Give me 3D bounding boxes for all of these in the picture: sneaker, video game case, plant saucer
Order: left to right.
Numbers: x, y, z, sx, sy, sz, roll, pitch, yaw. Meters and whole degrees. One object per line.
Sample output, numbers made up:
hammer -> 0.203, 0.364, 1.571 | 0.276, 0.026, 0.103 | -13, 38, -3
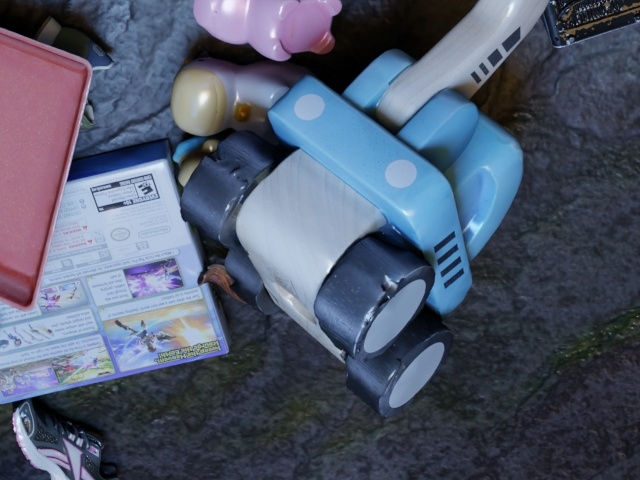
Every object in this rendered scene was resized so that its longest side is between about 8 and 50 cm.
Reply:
plant saucer -> -0.351, -0.094, 1.287 | 0.259, 0.048, 0.258 | 22, 107, 15
sneaker -> -0.272, -0.124, 1.327 | 0.086, 0.064, 0.192 | 24, 112, -10
sneaker -> -0.295, 0.237, 1.535 | 0.077, 0.072, 0.178 | -28, 125, -1
video game case -> -0.258, 0.038, 1.420 | 0.270, 0.061, 0.244 | -13, 117, 4

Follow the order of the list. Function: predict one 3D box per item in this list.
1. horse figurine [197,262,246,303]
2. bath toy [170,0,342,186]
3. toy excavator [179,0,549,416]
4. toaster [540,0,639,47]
horse figurine -> 0.000, 0.000, 1.409 | 0.263, 0.066, 0.174 | -29, 118, 5
bath toy -> -0.062, -0.210, 1.261 | 0.151, 0.129, 0.348 | -6, 126, -32
toy excavator -> 0.099, -0.119, 1.189 | 0.445, 0.222, 0.433 | -47, 155, -12
toaster -> 0.267, -0.296, 1.236 | 0.168, 0.110, 0.185 | -18, 118, 7
